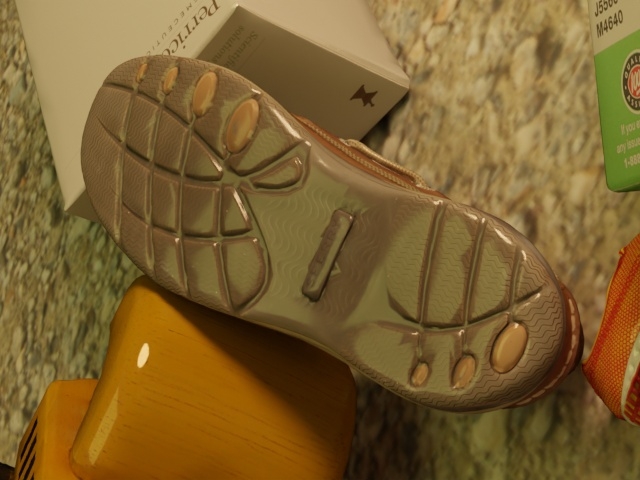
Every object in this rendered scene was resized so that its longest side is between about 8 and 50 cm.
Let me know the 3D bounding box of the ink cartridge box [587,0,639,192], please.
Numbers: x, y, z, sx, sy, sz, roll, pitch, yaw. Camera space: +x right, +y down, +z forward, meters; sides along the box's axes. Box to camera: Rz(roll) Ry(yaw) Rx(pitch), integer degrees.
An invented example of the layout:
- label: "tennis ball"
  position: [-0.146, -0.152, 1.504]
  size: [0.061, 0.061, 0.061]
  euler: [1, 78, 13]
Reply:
- label: "ink cartridge box"
  position: [0.185, -0.168, 0.566]
  size: [0.198, 0.115, 0.272]
  euler: [152, 113, -76]

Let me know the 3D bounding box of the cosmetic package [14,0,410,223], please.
- label: "cosmetic package"
  position: [-0.100, -0.185, 1.031]
  size: [0.197, 0.155, 0.365]
  euler: [-47, 43, 26]

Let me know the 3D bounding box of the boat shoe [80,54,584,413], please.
- label: "boat shoe"
  position: [0.000, 0.000, 0.788]
  size: [0.324, 0.116, 0.123]
  euler: [33, 98, 31]

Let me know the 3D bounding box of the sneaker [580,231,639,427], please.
- label: "sneaker"
  position: [0.171, 0.002, 0.695]
  size: [0.175, 0.064, 0.067]
  euler: [-63, 28, 8]

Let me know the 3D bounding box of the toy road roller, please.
- label: "toy road roller"
  position: [-0.083, 0.165, 0.765]
  size: [0.240, 0.203, 0.329]
  euler: [-63, 16, 11]
